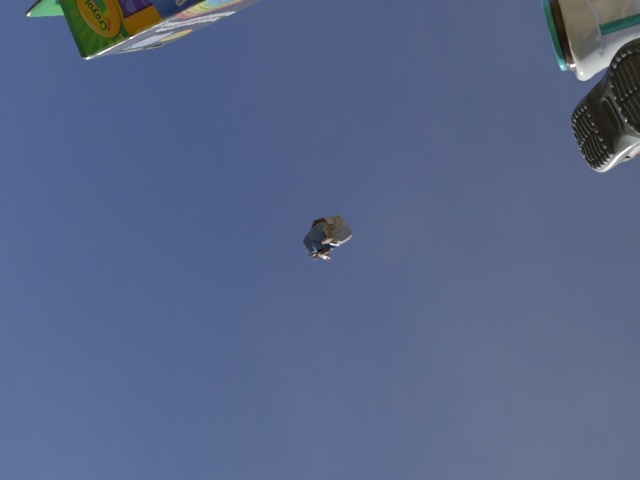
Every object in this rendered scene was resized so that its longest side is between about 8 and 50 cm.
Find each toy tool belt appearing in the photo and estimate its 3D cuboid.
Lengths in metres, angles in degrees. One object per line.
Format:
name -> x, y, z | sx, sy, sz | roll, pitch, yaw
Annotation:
toy tool belt -> 0.000, 0.000, 2.158 | 0.052, 0.051, 0.083 | 52, -38, -4

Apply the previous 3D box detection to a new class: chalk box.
chalk box -> -0.157, -0.290, 1.574 | 0.289, 0.180, 0.179 | -20, -87, 24

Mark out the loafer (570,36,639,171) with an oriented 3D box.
loafer -> 0.309, -0.135, 1.494 | 0.094, 0.087, 0.251 | 68, -16, 4

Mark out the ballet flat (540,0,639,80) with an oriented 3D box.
ballet flat -> 0.308, -0.265, 1.805 | 0.400, 0.139, 0.139 | -76, 179, -72
